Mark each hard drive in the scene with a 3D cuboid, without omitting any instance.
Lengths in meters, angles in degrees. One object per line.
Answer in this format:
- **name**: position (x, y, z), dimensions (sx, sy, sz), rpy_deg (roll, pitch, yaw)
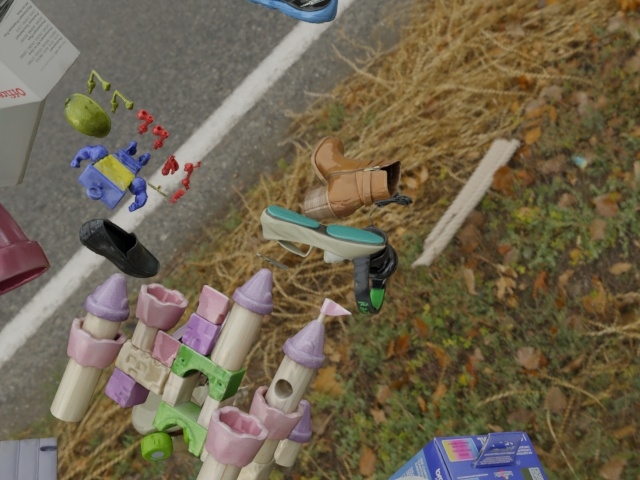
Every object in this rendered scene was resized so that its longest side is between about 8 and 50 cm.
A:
- **hard drive**: position (-0.532, -0.168, 1.072), dimensions (0.307, 0.203, 0.040), rpy_deg (-45, 65, 48)

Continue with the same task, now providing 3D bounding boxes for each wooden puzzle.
- **wooden puzzle**: position (-0.096, 0.042, 1.438), dimensions (0.049, 0.083, 0.006), rpy_deg (28, 92, 59)

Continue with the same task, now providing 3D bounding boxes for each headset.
- **headset**: position (0.191, 0.038, 2.242), dimensions (0.185, 0.243, 0.394), rpy_deg (-1, 68, 18)

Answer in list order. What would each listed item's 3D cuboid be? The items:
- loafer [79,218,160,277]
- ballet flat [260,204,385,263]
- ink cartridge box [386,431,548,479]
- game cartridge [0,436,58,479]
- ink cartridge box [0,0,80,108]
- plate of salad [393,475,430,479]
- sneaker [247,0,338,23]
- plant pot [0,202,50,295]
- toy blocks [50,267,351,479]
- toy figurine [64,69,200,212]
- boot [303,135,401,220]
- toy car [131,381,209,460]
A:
- **loafer**: position (-0.430, 0.020, 1.578), dimensions (0.078, 0.223, 0.076), rpy_deg (-20, 53, 24)
- **ballet flat**: position (0.000, 0.000, 1.390), dimensions (0.248, 0.086, 0.086), rpy_deg (17, 61, 7)
- **ink cartridge box**: position (0.308, 0.552, 1.569), dimensions (0.395, 0.270, 0.151), rpy_deg (-55, 41, 40)
- **game cartridge**: position (-0.597, 0.506, 1.288), dimensions (0.230, 0.068, 0.355), rpy_deg (-2, 30, -18)
- **ink cartridge box**: position (-0.403, -0.250, 0.812), dimensions (0.148, 0.203, 0.086), rpy_deg (2, 55, 41)
- **plate of salad**: position (0.142, 0.509, 1.249), dimensions (0.200, 0.200, 0.048), rpy_deg (-54, 23, -13)
- **sneaker**: position (-0.055, -0.336, 0.910), dimensions (0.188, 0.078, 0.067), rpy_deg (25, 26, 22)
- **plant pot**: position (-0.619, 0.011, 1.279), dimensions (0.201, 0.180, 0.201), rpy_deg (-27, 0, 0)
- **toy blocks**: position (-0.125, 0.141, 0.924), dimensions (0.288, 0.309, 0.260), rpy_deg (27, 99, 21)
- **toy figurine**: position (-0.492, -0.190, 1.673), dimensions (0.191, 0.362, 0.217), rpy_deg (-36, 16, 43)
- **boot**: position (0.084, -0.170, 1.689), dimensions (0.220, 0.109, 0.283), rpy_deg (-15, 35, 27)
- **toy car**: position (-0.233, 0.324, 1.268), dimensions (0.149, 0.188, 0.155), rpy_deg (-20, 50, 2)
